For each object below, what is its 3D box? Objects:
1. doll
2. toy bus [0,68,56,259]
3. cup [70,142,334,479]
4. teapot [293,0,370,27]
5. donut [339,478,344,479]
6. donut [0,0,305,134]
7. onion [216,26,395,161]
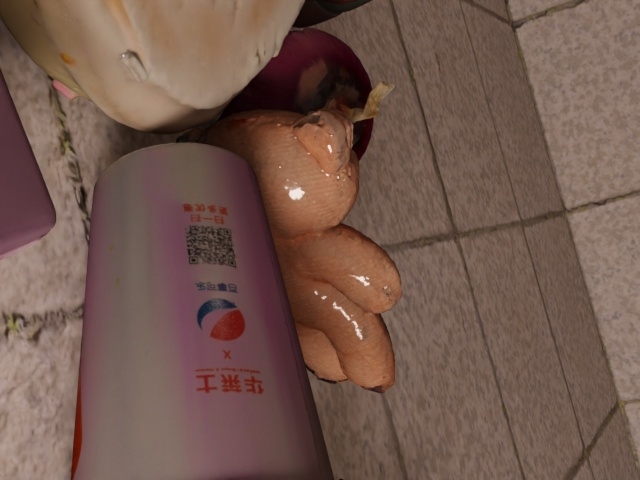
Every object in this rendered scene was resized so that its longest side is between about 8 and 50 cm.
[{"bbox_3d":[0.000,0.000,0.986,0.156,0.201,0.303,-52,129,-37],"label":"doll"},{"bbox_3d":[-0.246,-0.064,0.552,0.142,0.142,0.202,-37,110,-65],"label":"toy bus"},{"bbox_3d":[-0.093,0.083,0.771,0.203,0.203,0.288,40,34,-52],"label":"cup"},{"bbox_3d":[0.066,-0.393,1.255,0.233,0.312,0.315,52,31,-37],"label":"teapot"},{"bbox_3d":[0.031,0.341,0.960,0.259,0.101,0.152,54,31,-40],"label":"donut"},{"bbox_3d":[-0.128,-0.277,0.829,0.382,0.142,0.382,-43,140,-51],"label":"donut"},{"bbox_3d":[-0.022,-0.128,1.079,0.153,0.177,0.177,49,3,42],"label":"onion"}]
